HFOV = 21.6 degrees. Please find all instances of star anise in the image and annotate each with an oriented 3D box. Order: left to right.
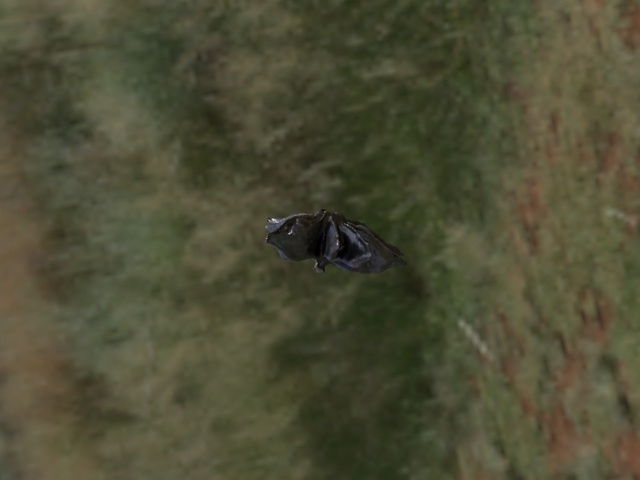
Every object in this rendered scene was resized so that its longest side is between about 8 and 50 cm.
[{"bbox_3d":[-0.004,0.000,1.485,0.124,0.129,0.056,18,98,38],"label":"star anise"}]
